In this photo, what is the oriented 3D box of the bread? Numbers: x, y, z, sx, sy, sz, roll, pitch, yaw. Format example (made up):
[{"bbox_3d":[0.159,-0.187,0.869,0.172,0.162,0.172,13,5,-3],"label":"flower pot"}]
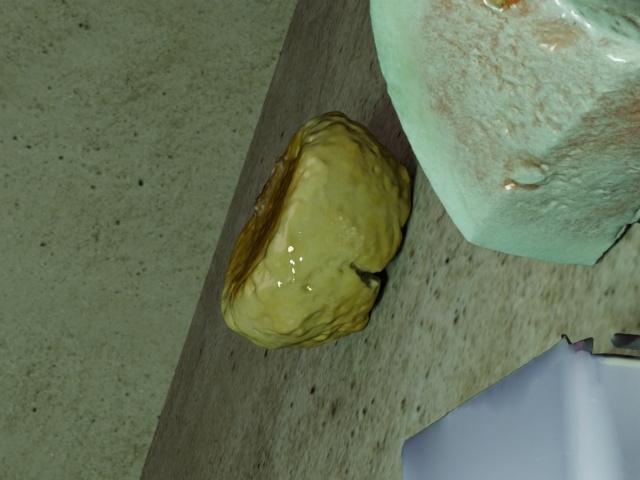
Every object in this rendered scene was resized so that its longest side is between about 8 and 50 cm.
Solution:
[{"bbox_3d":[0.000,0.000,1.436,0.244,0.134,0.244,-158,90,-81],"label":"bread"}]

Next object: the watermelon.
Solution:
[{"bbox_3d":[0.151,-0.141,0.787,0.320,0.289,0.214,-57,42,5],"label":"watermelon"}]

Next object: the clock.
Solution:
[{"bbox_3d":[0.127,0.101,0.590,0.193,0.144,0.073,130,144,-63],"label":"clock"}]
